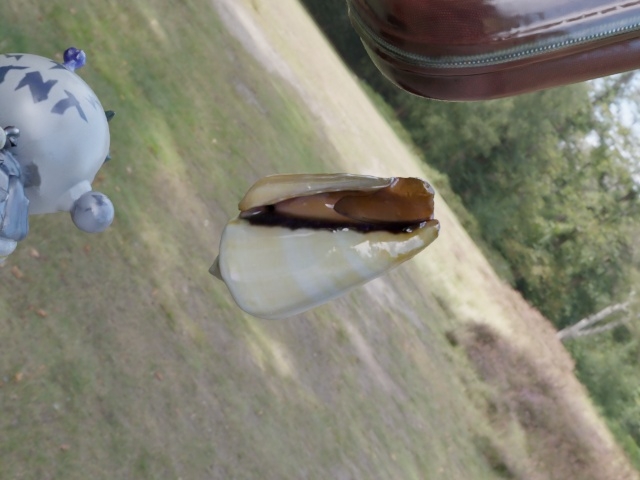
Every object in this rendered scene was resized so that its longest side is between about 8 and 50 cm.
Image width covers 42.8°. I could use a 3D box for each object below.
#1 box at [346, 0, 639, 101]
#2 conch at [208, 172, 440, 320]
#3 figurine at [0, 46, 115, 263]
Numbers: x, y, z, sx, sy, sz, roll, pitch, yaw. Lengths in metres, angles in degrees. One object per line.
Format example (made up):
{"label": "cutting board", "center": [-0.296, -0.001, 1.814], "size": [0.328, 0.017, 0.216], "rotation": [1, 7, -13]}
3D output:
{"label": "box", "center": [0.225, -0.230, 0.692], "size": [0.263, 0.404, 0.108], "rotation": [-110, -173, -54]}
{"label": "conch", "center": [-0.001, -0.001, 0.895], "size": [0.127, 0.255, 0.158], "rotation": [-93, 173, -84]}
{"label": "figurine", "center": [-0.354, -0.074, 0.891], "size": [0.261, 0.186, 0.381], "rotation": [42, 34, -20]}
